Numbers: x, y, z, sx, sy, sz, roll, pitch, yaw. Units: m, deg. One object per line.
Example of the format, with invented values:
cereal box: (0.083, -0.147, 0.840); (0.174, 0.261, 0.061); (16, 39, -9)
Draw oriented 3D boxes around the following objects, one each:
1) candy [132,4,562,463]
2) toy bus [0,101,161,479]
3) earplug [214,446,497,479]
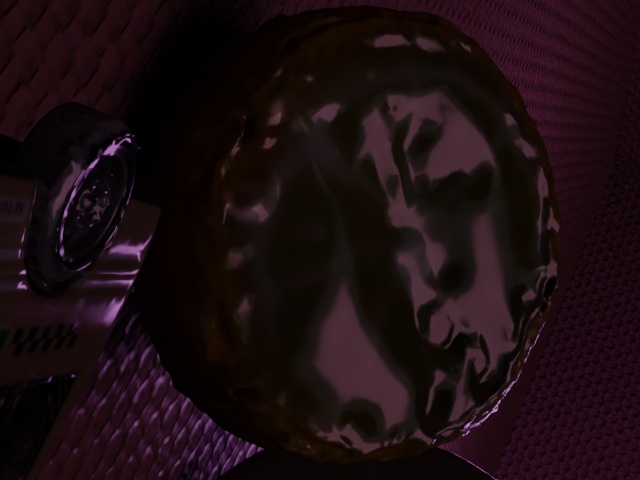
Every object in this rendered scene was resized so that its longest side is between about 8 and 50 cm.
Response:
candy: (0.019, -0.003, 0.721); (0.260, 0.118, 0.259); (-1, 92, -35)
toy bus: (-0.159, 0.013, 0.303); (0.157, 0.139, 0.289); (-68, 168, 4)
earplug: (0.039, 0.346, 1.016); (0.394, 0.313, 0.312); (74, 37, -66)
